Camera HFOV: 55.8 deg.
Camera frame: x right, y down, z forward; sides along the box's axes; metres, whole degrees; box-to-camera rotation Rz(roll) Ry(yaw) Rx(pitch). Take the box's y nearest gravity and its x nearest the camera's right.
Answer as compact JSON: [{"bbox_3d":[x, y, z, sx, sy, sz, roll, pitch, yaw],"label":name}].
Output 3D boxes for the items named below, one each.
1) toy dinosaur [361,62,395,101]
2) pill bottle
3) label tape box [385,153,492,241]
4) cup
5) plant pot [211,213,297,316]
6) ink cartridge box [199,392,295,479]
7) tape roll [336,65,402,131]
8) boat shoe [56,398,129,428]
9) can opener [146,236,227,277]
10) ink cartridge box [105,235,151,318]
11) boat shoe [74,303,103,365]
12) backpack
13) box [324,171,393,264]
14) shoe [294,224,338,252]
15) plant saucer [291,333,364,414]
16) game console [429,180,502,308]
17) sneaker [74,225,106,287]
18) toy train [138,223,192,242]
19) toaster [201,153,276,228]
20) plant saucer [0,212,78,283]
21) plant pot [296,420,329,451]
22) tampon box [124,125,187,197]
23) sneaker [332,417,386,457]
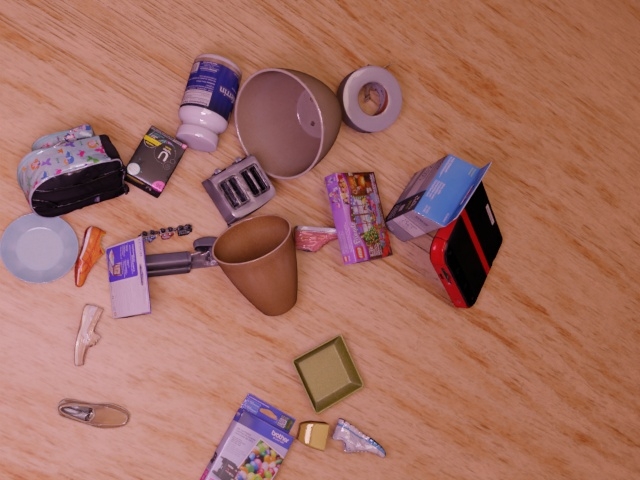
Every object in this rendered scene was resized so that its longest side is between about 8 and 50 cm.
[{"bbox_3d":[0.182,-0.575,2.131,0.092,0.053,0.183,38,77,-29],"label":"toy dinosaur"},{"bbox_3d":[-0.341,-0.412,1.827,0.153,0.153,0.264,18,76,-19],"label":"pill bottle"},{"bbox_3d":[0.369,-0.147,1.968,0.115,0.348,0.249,38,70,-8],"label":"label tape box"},{"bbox_3d":[-0.066,-0.379,1.876,0.237,0.331,0.331,-32,95,-50],"label":"cup"},{"bbox_3d":[-0.160,0.092,1.778,0.237,0.237,0.254,-35,125,-23],"label":"plant pot"},{"bbox_3d":[-0.207,0.629,1.769,0.186,0.065,0.311,34,69,-14],"label":"ink cartridge box"},{"bbox_3d":[0.166,-0.479,2.061,0.219,0.072,0.219,-2,97,-19],"label":"tape roll"},{"bbox_3d":[-0.608,0.469,1.622,0.190,0.072,0.068,13,77,-20],"label":"boat shoe"},{"bbox_3d":[-0.412,0.047,1.784,0.283,0.076,0.095,-5,52,-22],"label":"can opener"},{"bbox_3d":[-0.511,0.104,1.649,0.045,0.208,0.206,-2,82,-45],"label":"ink cartridge box"},{"bbox_3d":[-0.631,0.260,1.651,0.059,0.063,0.170,10,77,-14],"label":"boat shoe"},{"bbox_3d":[-0.672,-0.177,1.618,0.253,0.225,0.191,-30,75,-26],"label":"backpack"},{"bbox_3d":[0.128,-0.077,1.978,0.201,0.057,0.293,-9,85,-47],"label":"box"},{"bbox_3d":[0.000,0.000,1.953,0.178,0.063,0.081,5,84,-19],"label":"shoe"},{"bbox_3d":[0.019,0.417,1.901,0.188,0.045,0.188,-25,91,-23],"label":"plant saucer"},{"bbox_3d":[0.503,0.016,2.056,0.342,0.060,0.386,-60,140,-23],"label":"game console"},{"bbox_3d":[-0.640,0.048,1.683,0.067,0.064,0.175,20,77,-28],"label":"sneaker"},{"bbox_3d":[-0.457,-0.020,1.787,0.158,0.027,0.036,-11,97,-24],"label":"toy train"},{"bbox_3d":[-0.246,-0.150,1.848,0.168,0.110,0.185,-33,95,-22],"label":"toaster"},{"bbox_3d":[-0.764,0.022,1.648,0.195,0.037,0.195,4,80,-22],"label":"plant saucer"},{"bbox_3d":[-0.027,0.589,1.840,0.083,0.081,0.081,13,77,-8],"label":"plant pot"},{"bbox_3d":[-0.485,-0.228,1.766,0.120,0.101,0.161,29,72,-15],"label":"tampon box"},{"bbox_3d":[0.117,0.640,1.900,0.191,0.071,0.083,34,77,-5],"label":"sneaker"}]
